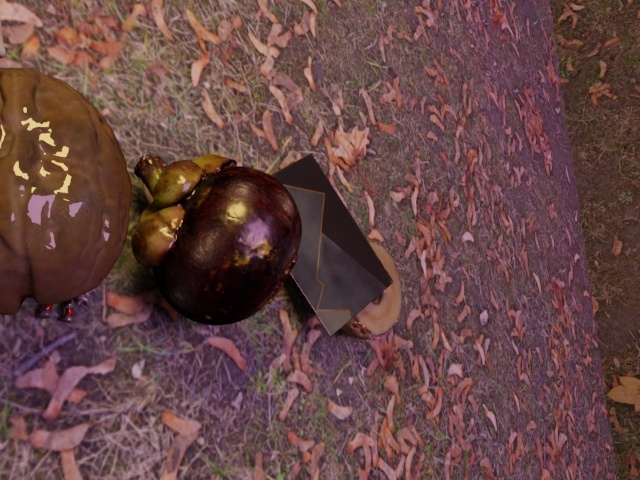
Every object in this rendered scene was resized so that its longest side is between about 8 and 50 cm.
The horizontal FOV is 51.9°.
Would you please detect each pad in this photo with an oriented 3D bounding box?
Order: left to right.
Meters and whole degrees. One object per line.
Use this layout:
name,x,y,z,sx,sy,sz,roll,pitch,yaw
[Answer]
pad,0.000,0.000,0.972,0.164,0.004,0.243,-36,95,-40

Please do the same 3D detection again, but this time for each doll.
doll,-0.257,0.025,0.668,0.057,0.039,0.114,11,80,-21

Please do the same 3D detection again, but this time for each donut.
donut,0.062,0.076,1.056,0.175,0.068,0.174,15,71,-49

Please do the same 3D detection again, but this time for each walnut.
walnut,-0.260,-0.050,0.582,0.178,0.178,0.230,6,66,-53

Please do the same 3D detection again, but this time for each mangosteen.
mangosteen,-0.129,-0.012,0.750,0.217,0.192,0.192,35,46,-3

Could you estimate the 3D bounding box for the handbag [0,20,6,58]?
handbag,-0.365,-0.219,0.424,0.298,0.151,0.170,9,72,-77
